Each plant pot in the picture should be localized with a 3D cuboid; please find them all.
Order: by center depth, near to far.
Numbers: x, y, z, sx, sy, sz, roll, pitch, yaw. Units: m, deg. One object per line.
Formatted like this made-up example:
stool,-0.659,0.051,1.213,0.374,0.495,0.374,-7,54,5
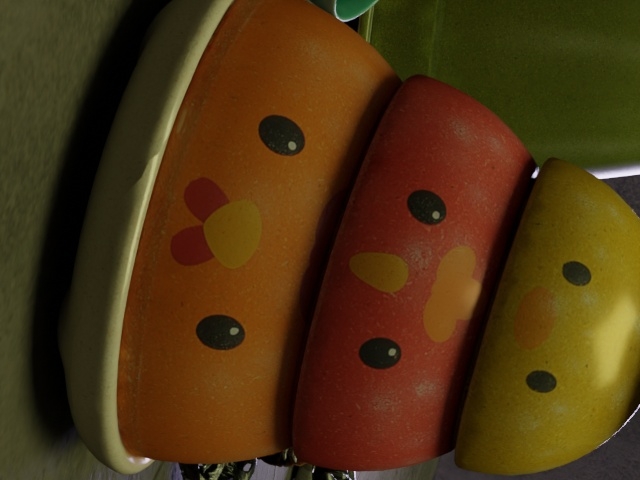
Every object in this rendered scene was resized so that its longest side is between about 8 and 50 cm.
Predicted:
plant pot,0.236,-0.205,1.930,0.366,0.353,0.366,8,90,-82

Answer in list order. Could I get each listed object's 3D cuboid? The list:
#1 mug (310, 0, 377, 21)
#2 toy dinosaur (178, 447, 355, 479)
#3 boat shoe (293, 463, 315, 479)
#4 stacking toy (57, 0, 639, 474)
mug,0.015,-0.236,1.438,0.129,0.097,0.158,-49,167,-11
toy dinosaur,-0.040,0.123,1.629,0.322,0.164,0.218,-33,124,-45
boat shoe,0.010,0.254,2.365,0.153,0.056,0.048,-42,151,-60
stacking toy,0.103,0.033,1.264,0.350,0.480,0.351,14,90,-81
